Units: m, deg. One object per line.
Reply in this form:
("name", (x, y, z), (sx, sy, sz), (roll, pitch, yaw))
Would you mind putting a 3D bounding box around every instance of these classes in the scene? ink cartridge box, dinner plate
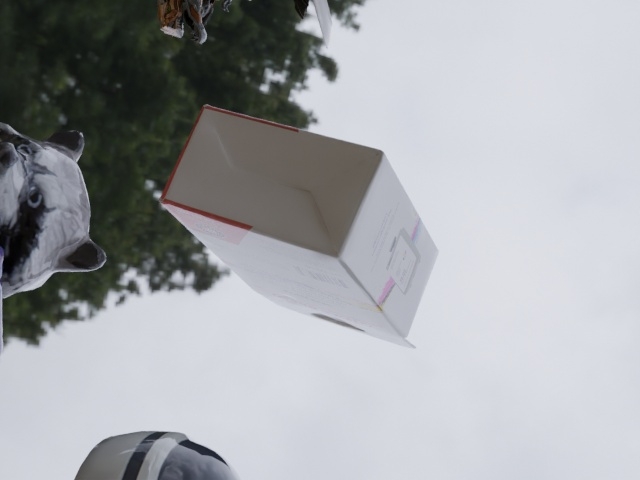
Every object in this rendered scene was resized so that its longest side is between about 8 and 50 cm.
("ink cartridge box", (0.000, 0.000, 0.662), (0.115, 0.198, 0.067), (17, -105, 22))
("dinner plate", (-0.006, -0.286, 1.220), (0.017, 0.141, 0.141), (-14, -113, 3))

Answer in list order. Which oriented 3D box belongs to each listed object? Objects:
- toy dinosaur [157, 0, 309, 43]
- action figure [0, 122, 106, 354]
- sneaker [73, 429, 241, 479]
("toy dinosaur", (-0.092, -0.393, 1.356), (0.164, 0.218, 0.322), (-94, -155, -81))
("action figure", (-0.244, -0.037, 0.414), (0.179, 0.330, 0.341), (-112, -145, -44))
("sneaker", (0.007, 0.213, 0.345), (0.127, 0.126, 0.321), (-11, -90, 11))
